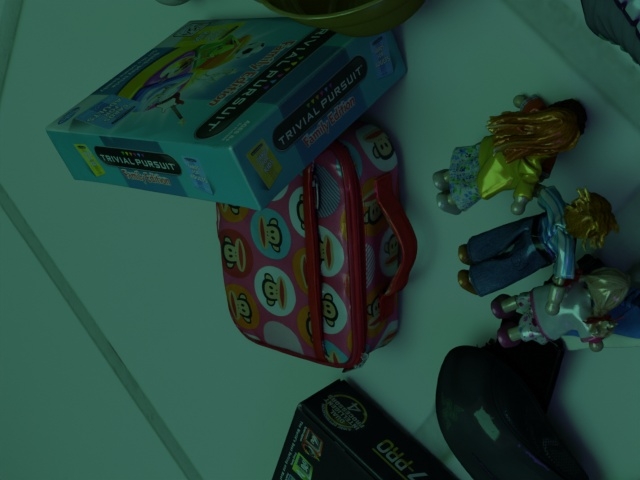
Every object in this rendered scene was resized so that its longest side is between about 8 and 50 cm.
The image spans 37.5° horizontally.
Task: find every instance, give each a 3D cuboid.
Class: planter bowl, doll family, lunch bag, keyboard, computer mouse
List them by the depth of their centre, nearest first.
[{"bbox_3d":[0.189,-0.026,0.858,0.163,0.118,0.263,-29,63,44],"label":"doll family"},{"bbox_3d":[0.046,-0.270,0.943,0.217,0.217,0.090,26,161,38],"label":"planter bowl"},{"bbox_3d":[0.208,0.234,0.983,0.272,0.072,0.188,52,146,9],"label":"computer mouse"},{"bbox_3d":[0.209,0.146,1.011,0.100,0.038,0.192,35,138,30],"label":"keyboard"},{"bbox_3d":[0.000,0.000,1.119,0.258,0.120,0.293,13,116,38],"label":"lunch bag"}]

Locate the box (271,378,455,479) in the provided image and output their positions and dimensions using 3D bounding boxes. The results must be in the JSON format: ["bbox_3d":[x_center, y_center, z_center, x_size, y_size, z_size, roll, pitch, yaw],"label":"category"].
[{"bbox_3d":[0.058,0.425,1.232,0.318,0.097,0.395,39,130,25],"label":"box"}]

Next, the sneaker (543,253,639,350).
[{"bbox_3d":[0.274,0.053,0.889,0.152,0.058,0.085,-16,102,54],"label":"sneaker"}]

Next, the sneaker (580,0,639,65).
[{"bbox_3d":[0.282,-0.179,0.799,0.224,0.083,0.098,60,166,6],"label":"sneaker"}]

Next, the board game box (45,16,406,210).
[{"bbox_3d":[-0.113,-0.157,1.059,0.336,0.254,0.079,10,136,43],"label":"board game box"}]

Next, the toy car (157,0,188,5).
[{"bbox_3d":[-0.206,-0.383,1.159,0.159,0.136,0.182,-40,76,47],"label":"toy car"}]

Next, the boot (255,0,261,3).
[{"bbox_3d":[-0.051,-0.425,1.025,0.220,0.109,0.283,-25,79,44],"label":"boot"}]
